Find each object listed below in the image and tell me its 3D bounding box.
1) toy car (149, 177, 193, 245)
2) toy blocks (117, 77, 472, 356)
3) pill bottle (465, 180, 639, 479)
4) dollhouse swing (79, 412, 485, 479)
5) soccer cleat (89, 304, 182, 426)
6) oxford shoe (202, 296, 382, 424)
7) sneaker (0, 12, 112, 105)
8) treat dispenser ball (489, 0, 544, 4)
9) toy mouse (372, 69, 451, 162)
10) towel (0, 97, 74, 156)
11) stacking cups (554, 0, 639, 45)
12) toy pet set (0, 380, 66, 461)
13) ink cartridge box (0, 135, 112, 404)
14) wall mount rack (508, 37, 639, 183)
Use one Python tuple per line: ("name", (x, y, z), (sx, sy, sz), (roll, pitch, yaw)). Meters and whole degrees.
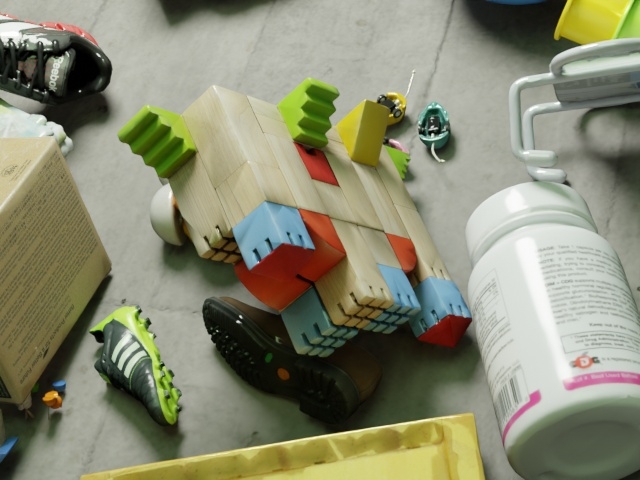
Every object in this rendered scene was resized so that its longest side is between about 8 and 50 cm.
("toy car", (-0.123, -0.084, 1.608), (0.159, 0.136, 0.182), (-5, 50, 9))
("toy blocks", (0.000, 0.000, 1.410), (0.191, 0.381, 0.261), (-39, 59, 26))
("pill bottle", (0.235, 0.087, 1.366), (0.160, 0.160, 0.283), (-12, 50, 3))
("dollhouse swing", (-0.007, 0.330, 1.236), (0.347, 0.315, 0.304), (-11, 81, 5))
("soccer cleat", (-0.201, 0.144, 1.495), (0.072, 0.060, 0.179), (-30, 44, 0))
("oxford shoe", (-0.031, 0.115, 1.472), (0.227, 0.082, 0.096), (28, 44, 30))
("sneaker", (-0.381, -0.229, 1.726), (0.276, 0.097, 0.135), (4, 19, -38))
("treat dispenser ball", (0.248, -0.439, 1.717), (0.288, 0.288, 0.288), (-7, 50, 8))
("toy mouse", (0.104, -0.121, 1.655), (0.161, 0.031, 0.143), (-38, 52, -18))
("towel", (-0.534, -0.079, 1.683), (0.321, 0.090, 0.374), (26, 48, 37))
("stacking cups", (0.427, -0.210, 1.564), (0.316, 0.096, 0.096), (26, 59, 12))
("toy pet set", (-0.342, 0.205, 1.486), (0.122, 0.065, 0.114), (-4, 15, 6))
("ink cartridge box", (-0.339, 0.029, 1.499), (0.088, 0.193, 0.234), (1, 39, 22))
("wall mount rack", (0.361, -0.129, 1.469), (0.304, 0.350, 0.130), (-6, 86, 12))
